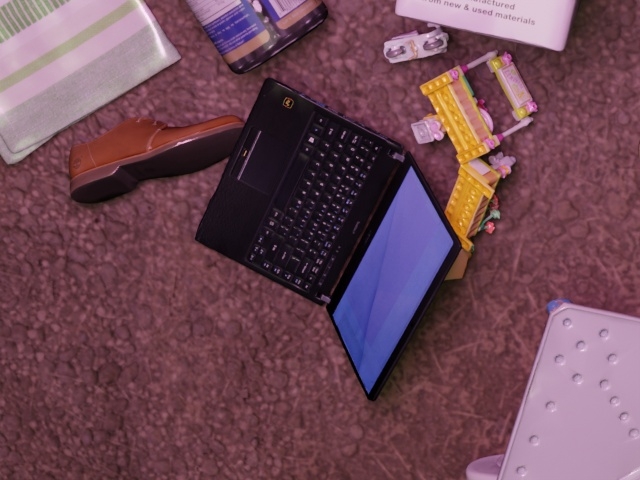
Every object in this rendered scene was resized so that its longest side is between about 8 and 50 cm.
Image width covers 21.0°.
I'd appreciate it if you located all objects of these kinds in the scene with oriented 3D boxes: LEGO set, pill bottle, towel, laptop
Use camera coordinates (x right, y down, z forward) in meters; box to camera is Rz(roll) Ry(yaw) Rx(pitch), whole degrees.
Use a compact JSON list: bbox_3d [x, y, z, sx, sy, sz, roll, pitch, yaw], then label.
[{"bbox_3d":[0.166,-0.098,1.843,0.132,0.107,0.287,9,120,46],"label":"LEGO set"},{"bbox_3d":[-0.098,-0.293,1.796,0.122,0.123,0.219,-30,100,19],"label":"pill bottle"},{"bbox_3d":[-0.342,-0.274,1.899,0.247,0.038,0.325,-30,101,18],"label":"towel"},{"bbox_3d":[0.000,0.000,1.850,0.264,0.136,0.234,28,123,1],"label":"laptop"}]

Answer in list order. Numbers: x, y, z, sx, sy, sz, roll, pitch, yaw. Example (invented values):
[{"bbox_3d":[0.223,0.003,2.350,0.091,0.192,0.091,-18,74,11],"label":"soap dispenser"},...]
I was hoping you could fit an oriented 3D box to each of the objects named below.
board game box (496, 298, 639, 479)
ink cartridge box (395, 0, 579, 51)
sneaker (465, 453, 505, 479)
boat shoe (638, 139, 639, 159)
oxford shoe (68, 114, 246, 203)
[{"bbox_3d":[0.378,0.271,1.878,0.389,0.050,0.390,11,109,-10],"label":"board game box"},{"bbox_3d":[0.202,-0.408,1.607,0.166,0.285,0.395,13,110,8],"label":"ink cartridge box"},{"bbox_3d":[0.273,0.310,1.953,0.216,0.079,0.121,0,107,10],"label":"sneaker"},{"bbox_3d":[0.468,-0.027,1.782,0.307,0.104,0.111,30,112,0],"label":"boat shoe"},{"bbox_3d":[-0.182,-0.109,1.910,0.212,0.076,0.076,-15,65,5],"label":"oxford shoe"}]
